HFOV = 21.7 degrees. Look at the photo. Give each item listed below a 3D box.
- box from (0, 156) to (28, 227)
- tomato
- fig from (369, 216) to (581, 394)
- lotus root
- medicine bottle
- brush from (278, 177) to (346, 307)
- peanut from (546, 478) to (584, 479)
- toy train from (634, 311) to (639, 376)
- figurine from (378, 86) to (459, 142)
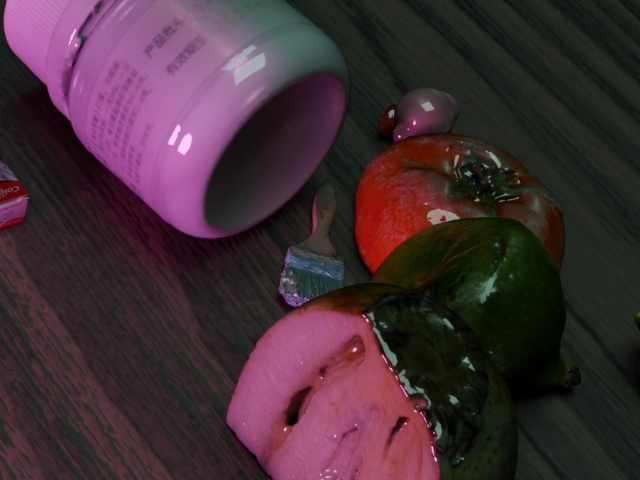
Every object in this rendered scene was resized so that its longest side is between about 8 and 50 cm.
[{"bbox_3d":[-0.371,-0.096,1.681,0.055,0.040,0.218,-21,56,-34],"label":"box"},{"bbox_3d":[0.149,-0.031,1.743,0.236,0.095,0.237,9,44,-9],"label":"tomato"},{"bbox_3d":[0.161,0.097,1.588,0.235,0.203,0.203,48,35,-29],"label":"fig"},{"bbox_3d":[0.065,0.144,1.426,0.149,0.260,0.267,-24,58,-35],"label":"lotus root"},{"bbox_3d":[-0.148,-0.177,1.683,0.306,0.245,0.245,42,49,22],"label":"medicine bottle"},{"bbox_3d":[0.000,0.000,1.718,0.070,0.021,0.196,15,44,-6],"label":"brush"},{"bbox_3d":[0.230,0.311,1.388,0.143,0.159,0.291,3,46,-10],"label":"peanut"},{"bbox_3d":[0.418,0.156,1.602,0.100,0.161,0.296,-22,56,-25],"label":"toy train"},{"bbox_3d":[0.112,-0.136,1.854,0.071,0.067,0.083,24,57,35],"label":"figurine"}]
